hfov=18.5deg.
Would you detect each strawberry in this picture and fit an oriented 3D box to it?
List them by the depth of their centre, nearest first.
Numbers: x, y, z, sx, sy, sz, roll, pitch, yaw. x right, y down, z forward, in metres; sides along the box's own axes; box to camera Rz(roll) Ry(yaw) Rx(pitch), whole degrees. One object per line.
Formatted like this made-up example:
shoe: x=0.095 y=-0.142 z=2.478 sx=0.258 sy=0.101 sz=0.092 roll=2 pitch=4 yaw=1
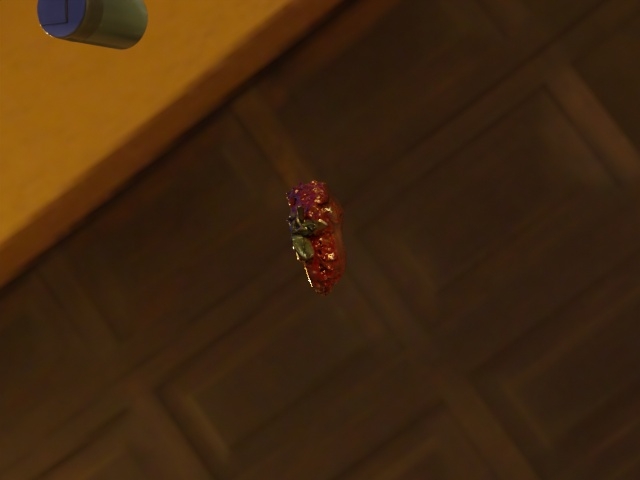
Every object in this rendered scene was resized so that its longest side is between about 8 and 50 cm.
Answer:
strawberry: x=0.003 y=-0.001 z=1.810 sx=0.048 sy=0.104 sz=0.152 roll=-13 pitch=-19 yaw=11

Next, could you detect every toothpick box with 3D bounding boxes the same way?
toothpick box: x=-0.184 y=-0.183 z=1.586 sx=0.052 sy=0.052 sz=0.083 roll=-41 pitch=-21 yaw=23
